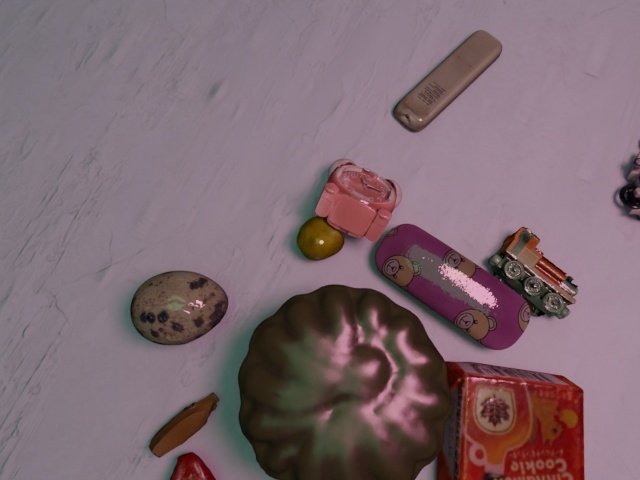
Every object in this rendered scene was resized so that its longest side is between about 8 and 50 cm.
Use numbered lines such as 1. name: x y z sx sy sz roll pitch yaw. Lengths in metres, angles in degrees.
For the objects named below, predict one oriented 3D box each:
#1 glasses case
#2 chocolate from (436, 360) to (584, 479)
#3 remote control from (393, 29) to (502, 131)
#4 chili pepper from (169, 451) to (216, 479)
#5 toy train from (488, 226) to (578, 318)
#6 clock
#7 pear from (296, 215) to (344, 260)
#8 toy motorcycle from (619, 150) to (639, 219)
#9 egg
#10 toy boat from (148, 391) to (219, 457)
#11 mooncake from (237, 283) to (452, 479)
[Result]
1. glasses case: 0.255 0.087 0.805 0.316 0.076 0.123 35 89 10
2. chocolate: 0.341 0.350 0.730 0.237 0.108 0.234 8 78 1
3. remote control: 0.295 -0.372 0.936 0.090 0.038 0.309 43 81 11
4. chili pepper: -0.211 0.509 0.713 0.144 0.136 0.252 -49 63 35
5. toy train: 0.429 0.070 0.814 0.176 0.074 0.118 40 77 12
6. clock: 0.078 -0.087 0.831 0.166 0.092 0.162 26 41 2
7. pear: 0.000 0.000 0.834 0.097 0.092 0.092 21 77 -11
8. toy motorcycle: 0.729 -0.133 0.847 0.150 0.102 0.221 26 75 28
9. egg: -0.265 0.127 0.776 0.182 0.141 0.141 -7 77 1
10. toy boat: -0.258 0.345 0.772 0.149 0.049 0.047 -37 109 -9
11. mooncake: 0.039 0.255 0.715 0.356 0.194 0.356 0 78 2
